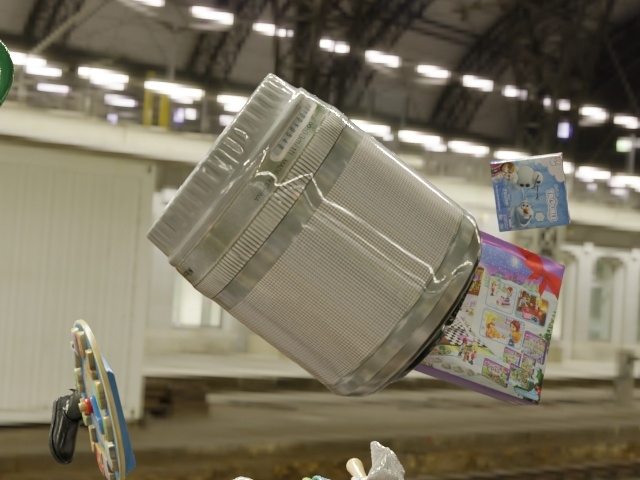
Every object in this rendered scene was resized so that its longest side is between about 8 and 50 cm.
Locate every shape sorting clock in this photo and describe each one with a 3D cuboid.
[{"bbox_3d":[-0.273,0.197,1.516,0.040,0.206,0.206,-17,4,-18],"label":"shape sorting clock"}]

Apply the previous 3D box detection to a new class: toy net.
[{"bbox_3d":[0.035,0.281,1.279,0.045,0.122,0.232,-7,-21,-18],"label":"toy net"}]

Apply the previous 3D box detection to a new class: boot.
[{"bbox_3d":[-0.378,0.279,1.949,0.099,0.121,0.045,-30,-38,35],"label":"boot"}]

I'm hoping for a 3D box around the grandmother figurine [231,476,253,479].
[{"bbox_3d":[-0.179,0.440,1.720,0.104,0.342,0.208,38,35,-3],"label":"grandmother figurine"}]

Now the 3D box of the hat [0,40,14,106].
[{"bbox_3d":[-0.505,-0.192,1.778,0.173,0.208,0.183,7,-28,2],"label":"hat"}]

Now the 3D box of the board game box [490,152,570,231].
[{"bbox_3d":[0.263,-0.060,1.564,0.090,0.090,0.020,-7,12,15],"label":"board game box"}]

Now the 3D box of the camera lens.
[{"bbox_3d":[0.000,0.000,1.202,0.274,0.219,0.219,38,-8,-7],"label":"camera lens"}]

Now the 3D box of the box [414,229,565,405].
[{"bbox_3d":[0.179,0.083,1.652,0.293,0.201,0.057,22,-17,-24],"label":"box"}]
